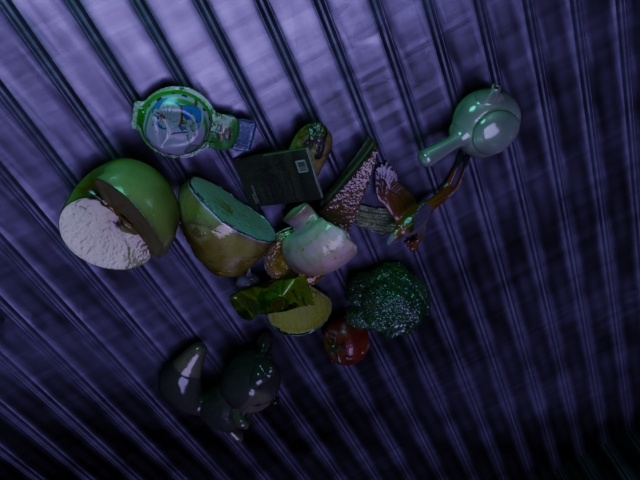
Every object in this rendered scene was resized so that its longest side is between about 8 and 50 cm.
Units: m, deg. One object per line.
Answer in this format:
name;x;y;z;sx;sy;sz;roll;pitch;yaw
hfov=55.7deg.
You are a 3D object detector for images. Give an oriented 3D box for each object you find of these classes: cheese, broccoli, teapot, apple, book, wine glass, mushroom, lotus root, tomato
cheese;-0.330;-0.300;1.595;0.321;0.083;0.203;8;120;-19
broccoli;0.227;0.208;2.020;0.295;0.265;0.245;2;154;-19
teapot;0.444;-0.301;1.770;0.318;0.149;0.220;-44;122;13
teapot;-0.068;-0.088;1.832;0.100;0.045;0.067;-17;127;-3
apple;-0.510;-0.077;1.594;0.295;0.233;0.258;-30;124;27
book;-0.119;-0.175;1.707;0.228;0.024;0.160;-5;122;22
wine glass;-0.225;0.104;1.895;0.079;0.079;0.195;-2;123;-14
mushroom;-0.013;0.022;1.739;0.173;0.162;0.236;-47;110;-10
lotus root;-0.044;-0.230;1.717;0.110;0.097;0.258;27;125;-4
tomato;0.091;0.341;2.101;0.167;0.167;0.167;-7;124;-11

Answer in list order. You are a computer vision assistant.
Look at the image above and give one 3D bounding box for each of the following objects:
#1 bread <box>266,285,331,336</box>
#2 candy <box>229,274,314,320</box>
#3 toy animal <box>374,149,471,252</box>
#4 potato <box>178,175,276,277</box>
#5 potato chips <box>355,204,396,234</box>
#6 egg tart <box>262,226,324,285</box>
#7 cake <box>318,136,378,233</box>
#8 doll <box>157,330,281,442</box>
bread;-0.073;0.233;2.051;0.229;0.033;0.228;-6;123;-9
candy;-0.146;0.178;1.887;0.246;0.069;0.149;-11;138;11
toy animal;0.321;-0.113;1.893;0.284;0.225;0.302;-23;137;-26
potato;-0.294;-0.020;1.697;0.300;0.246;0.196;36;104;-25
potato chips;0.170;-0.065;1.922;0.208;0.028;0.092;11;114;-26
egg tart;-0.065;0.042;1.890;0.234;0.094;0.234;-6;121;-10
cake;0.085;-0.170;1.777;0.113;0.116;0.295;19;114;-17
doll;-0.315;0.476;2.020;0.379;0.252;0.382;24;107;-28
